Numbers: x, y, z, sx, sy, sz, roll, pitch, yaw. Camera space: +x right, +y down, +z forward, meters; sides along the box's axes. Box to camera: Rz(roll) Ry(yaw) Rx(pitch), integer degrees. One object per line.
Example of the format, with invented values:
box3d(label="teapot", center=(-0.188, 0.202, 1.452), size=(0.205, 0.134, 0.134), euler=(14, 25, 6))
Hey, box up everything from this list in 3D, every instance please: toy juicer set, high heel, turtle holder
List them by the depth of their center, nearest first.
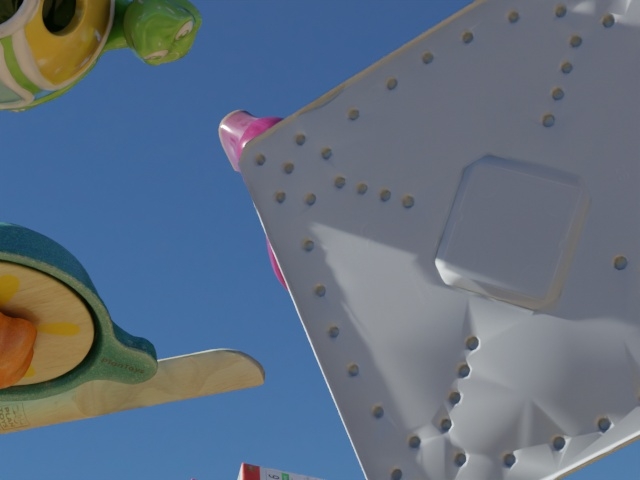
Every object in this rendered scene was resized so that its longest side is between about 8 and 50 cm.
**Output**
box3d(label="toy juicer set", center=(-0.211, 0.058, 0.911), size=(0.209, 0.089, 0.329), euler=(-27, -48, 26))
box3d(label="turtle holder", center=(-0.306, -0.228, 1.570), size=(0.243, 0.320, 0.227), euler=(-49, 6, -2))
box3d(label="high heel", center=(0.000, 0.000, 2.049), size=(0.127, 0.181, 0.377), euler=(-42, -60, -9))

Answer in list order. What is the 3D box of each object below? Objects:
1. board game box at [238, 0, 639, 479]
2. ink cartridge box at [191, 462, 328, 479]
box3d(label="board game box", center=(0.162, -0.003, 1.304), size=(0.390, 0.390, 0.050), euler=(-30, -23, 17))
box3d(label="ink cartridge box", center=(-0.049, 0.212, 1.316), size=(0.115, 0.063, 0.029), euler=(14, -70, -8))
